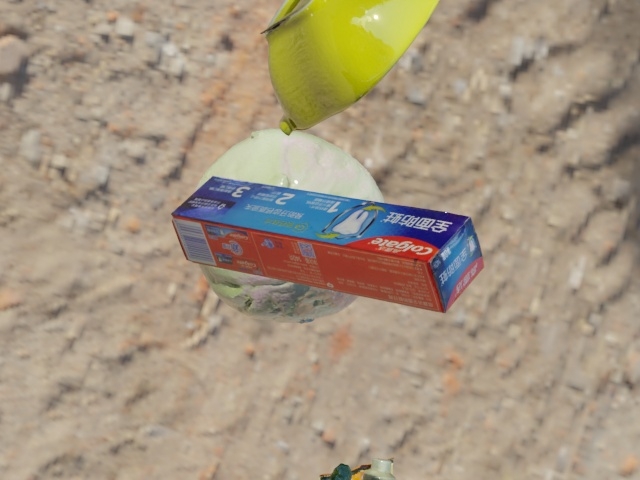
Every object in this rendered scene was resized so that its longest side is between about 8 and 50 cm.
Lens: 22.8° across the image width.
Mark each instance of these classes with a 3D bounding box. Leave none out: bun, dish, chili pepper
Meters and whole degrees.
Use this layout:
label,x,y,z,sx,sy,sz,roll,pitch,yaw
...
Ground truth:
label,x,y,z,sx,sy,sz,roll,pitch,yaw
bun,-0.052,-0.002,2.235,0.187,0.293,0.293,-66,152,-66
dish,0.018,-0.242,1.750,0.108,0.262,0.221,40,56,-16
chili pepper,0.033,0.304,1.860,0.030,0.091,0.034,14,123,-35

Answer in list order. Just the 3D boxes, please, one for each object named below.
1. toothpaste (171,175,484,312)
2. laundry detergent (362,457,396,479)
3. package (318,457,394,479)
label,x,y,z,sx,sy,sz,roll,pitch,yaw
toothpaste,0.000,-0.001,1.520,0.076,0.320,0.066,-45,131,-36
laundry detergent,0.058,0.402,1.997,0.091,0.181,0.253,10,86,-22
package,0.054,0.357,2.164,0.108,0.031,0.120,-13,114,-14
